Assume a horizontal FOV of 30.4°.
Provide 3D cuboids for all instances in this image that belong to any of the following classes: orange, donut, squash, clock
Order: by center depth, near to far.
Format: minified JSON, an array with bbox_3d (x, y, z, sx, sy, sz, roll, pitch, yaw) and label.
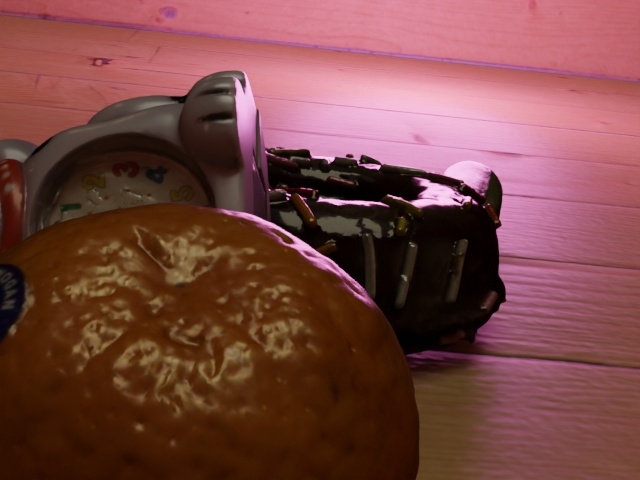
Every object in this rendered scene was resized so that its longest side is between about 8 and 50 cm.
[{"bbox_3d":[-0.055,0.070,0.420,0.178,0.155,0.177,-4,32,2],"label":"orange"},{"bbox_3d":[-0.151,0.012,0.594,0.254,0.188,0.189,-1,16,-1],"label":"clock"},{"bbox_3d":[0.000,0.000,0.802,0.270,0.103,0.269,5,14,-1],"label":"donut"},{"bbox_3d":[0.120,-0.024,1.010,0.066,0.066,0.229,10,16,11],"label":"squash"}]
